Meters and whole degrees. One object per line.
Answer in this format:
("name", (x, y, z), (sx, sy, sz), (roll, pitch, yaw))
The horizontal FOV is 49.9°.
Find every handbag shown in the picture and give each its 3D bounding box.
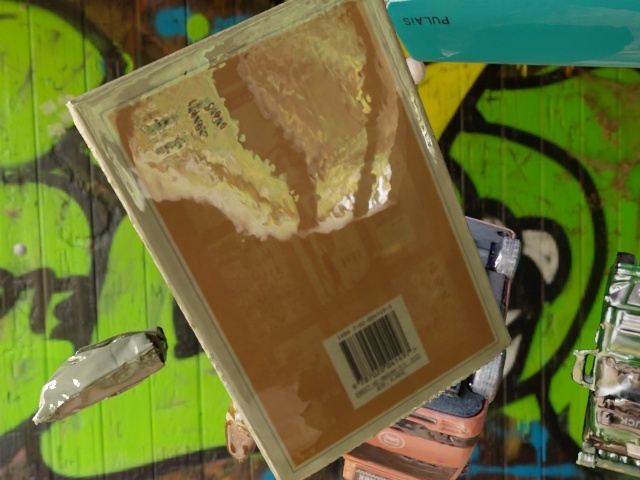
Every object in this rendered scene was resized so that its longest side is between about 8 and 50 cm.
("handbag", (-0.431, 0.256, 1.384), (0.253, 0.109, 0.316), (-25, 4, -10))

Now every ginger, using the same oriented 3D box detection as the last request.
("ginger", (-0.067, 0.250, 1.231), (0.309, 0.107, 0.133), (-47, 4, -18))

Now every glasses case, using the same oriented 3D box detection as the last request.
("glasses case", (0.205, -0.200, 0.602), (0.301, 0.070, 0.117), (15, -14, 38))

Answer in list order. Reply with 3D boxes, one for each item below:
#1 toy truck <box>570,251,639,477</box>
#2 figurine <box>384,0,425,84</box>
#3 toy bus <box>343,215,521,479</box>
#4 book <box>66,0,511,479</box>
("toy truck", (0.220, 0.091, 0.445), (0.088, 0.121, 0.259), (9, -10, 26))
("figurine", (0.054, -0.284, 0.917), (0.182, 0.256, 0.144), (41, 6, -31))
("toy bus", (0.143, 0.131, 0.958), (0.203, 0.233, 0.427), (15, 35, 12))
("book", (0.000, 0.000, 0.378), (0.170, 0.241, 0.018), (-29, 18, -13))
